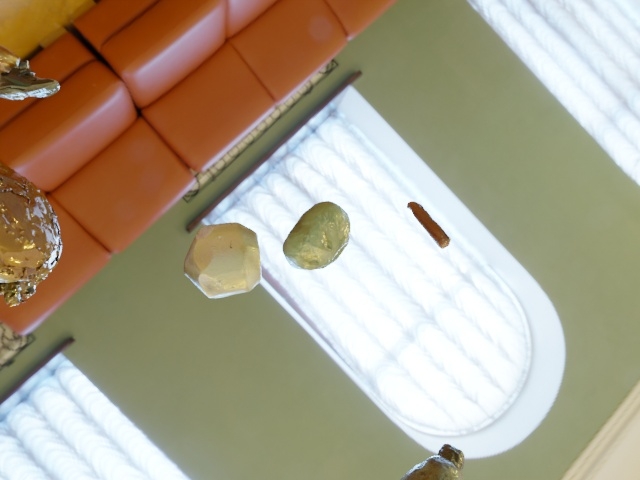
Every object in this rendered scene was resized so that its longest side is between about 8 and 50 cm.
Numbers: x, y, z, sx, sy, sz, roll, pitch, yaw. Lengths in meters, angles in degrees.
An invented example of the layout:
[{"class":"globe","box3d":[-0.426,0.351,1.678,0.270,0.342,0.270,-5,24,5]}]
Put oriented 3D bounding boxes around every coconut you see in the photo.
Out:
[{"class":"coconut","box3d":[-0.209,0.042,1.076,0.162,0.161,0.161,-4,174,-10]}]

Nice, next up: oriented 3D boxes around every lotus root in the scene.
[{"class":"lotus root","box3d":[0.143,0.358,0.691,0.192,0.088,0.113,-36,151,-38]}]

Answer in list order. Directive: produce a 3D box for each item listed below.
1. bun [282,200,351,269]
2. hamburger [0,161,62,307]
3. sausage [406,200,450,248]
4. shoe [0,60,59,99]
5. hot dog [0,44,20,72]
[{"class":"bun","box3d":[0.000,0.000,1.260,0.195,0.118,0.195,-41,159,-19]},{"class":"hamburger","box3d":[-0.561,-0.008,0.830,0.211,0.261,0.245,-21,180,13]},{"class":"sausage","box3d":[0.260,-0.043,1.235,0.036,0.158,0.042,-5,137,-39]},{"class":"shoe","box3d":[-0.817,-0.449,1.403,0.168,0.100,0.071,-8,-179,-2]},{"class":"hot dog","box3d":[-0.939,-0.533,1.362,0.092,0.235,0.062,7,-104,57]}]
